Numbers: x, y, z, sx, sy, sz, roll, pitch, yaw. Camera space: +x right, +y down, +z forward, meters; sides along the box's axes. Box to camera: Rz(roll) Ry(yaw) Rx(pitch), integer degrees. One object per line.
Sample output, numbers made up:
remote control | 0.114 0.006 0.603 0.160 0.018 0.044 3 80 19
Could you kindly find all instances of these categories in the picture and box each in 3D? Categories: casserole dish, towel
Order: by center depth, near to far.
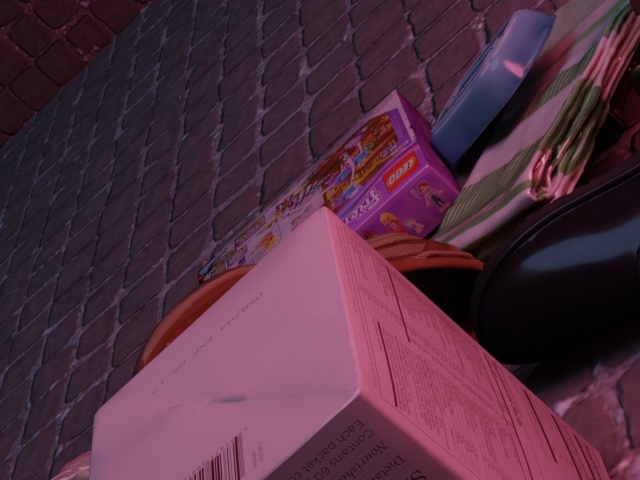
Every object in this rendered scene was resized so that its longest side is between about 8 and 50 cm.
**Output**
towel | 0.185 -0.111 1.163 0.325 0.038 0.248 -61 9 -28
casserole dish | 0.152 -0.143 1.269 0.114 0.037 0.188 -58 2 -29

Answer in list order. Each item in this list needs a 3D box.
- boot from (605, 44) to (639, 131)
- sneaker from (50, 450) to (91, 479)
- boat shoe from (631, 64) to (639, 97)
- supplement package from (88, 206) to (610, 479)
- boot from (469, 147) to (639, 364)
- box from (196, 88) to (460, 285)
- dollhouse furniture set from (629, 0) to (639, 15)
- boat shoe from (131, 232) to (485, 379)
boot | 0.269 -0.148 1.159 0.114 0.037 0.106 -40 25 10
sneaker | -0.141 0.186 0.919 0.103 0.111 0.252 -51 24 -8
boat shoe | 0.314 -0.109 0.965 0.073 0.080 0.223 -47 28 -15
supplement package | 0.031 0.165 0.788 0.199 0.262 0.198 -42 24 15
boot | 0.211 0.033 0.891 0.246 0.094 0.207 -39 22 13
box | 0.000 0.000 1.369 0.293 0.057 0.201 -42 23 14
dollhouse furniture set | 0.360 -0.206 0.845 0.362 0.257 0.394 -17 18 18
boat shoe | 0.014 0.065 0.977 0.119 0.123 0.324 2 19 43
